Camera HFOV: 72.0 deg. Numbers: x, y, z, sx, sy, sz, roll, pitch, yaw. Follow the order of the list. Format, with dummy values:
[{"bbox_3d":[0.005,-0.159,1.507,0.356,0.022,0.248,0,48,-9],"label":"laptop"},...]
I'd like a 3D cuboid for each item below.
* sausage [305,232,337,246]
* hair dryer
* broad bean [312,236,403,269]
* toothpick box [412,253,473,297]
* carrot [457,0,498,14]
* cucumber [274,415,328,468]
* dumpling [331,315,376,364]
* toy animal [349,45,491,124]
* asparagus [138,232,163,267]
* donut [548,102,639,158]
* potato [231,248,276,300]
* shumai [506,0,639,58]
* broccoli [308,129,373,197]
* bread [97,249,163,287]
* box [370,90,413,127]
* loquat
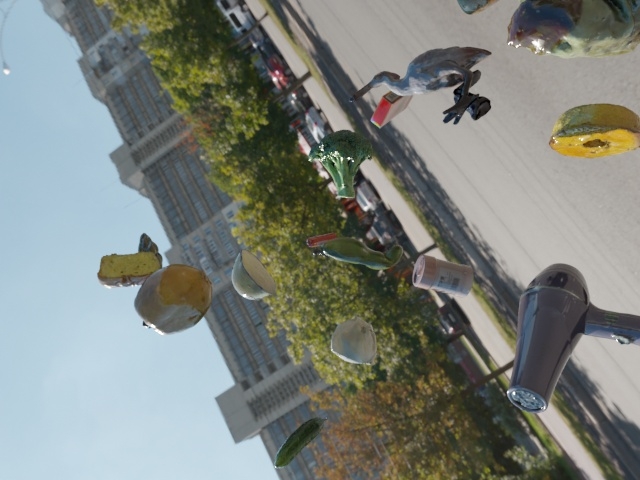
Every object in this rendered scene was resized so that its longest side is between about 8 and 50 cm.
[{"bbox_3d":[0.000,0.000,1.439,0.129,0.034,0.034,-13,-115,-45],"label":"sausage"},{"bbox_3d":[0.506,0.181,0.722,0.360,0.301,0.121,10,135,34],"label":"hair dryer"},{"bbox_3d":[0.088,0.027,0.991,0.048,0.213,0.071,121,150,-59],"label":"broad bean"},{"bbox_3d":[0.358,0.104,1.292,0.148,0.099,0.098,14,-167,-5],"label":"toothpick box"},{"bbox_3d":[0.519,-0.775,1.239,0.138,0.301,0.139,15,-117,-32],"label":"carrot"},{"bbox_3d":[-0.040,0.383,0.848,0.167,0.039,0.039,-22,-102,-54],"label":"cucumber"},{"bbox_3d":[0.105,0.281,1.237,0.187,0.127,0.108,23,170,-35],"label":"dumpling"},{"bbox_3d":[0.233,-0.361,0.974,0.324,0.195,0.090,28,164,37],"label":"toy animal"},{"bbox_3d":[-0.564,0.079,1.478,0.287,0.080,0.080,58,-174,32],"label":"asparagus"},{"bbox_3d":[0.546,-0.219,0.874,0.178,0.162,0.066,17,-100,-59],"label":"donut"},{"bbox_3d":[-0.270,0.147,1.650,0.202,0.117,0.182,50,-165,-6],"label":"potato"},{"bbox_3d":[0.535,-0.477,0.971,0.309,0.263,0.304,35,163,39],"label":"shumai"},{"bbox_3d":[0.099,-0.302,1.738,0.269,0.269,0.254,54,156,-22],"label":"broccoli"},{"bbox_3d":[-0.574,0.089,1.340,0.066,0.187,0.103,103,149,-43],"label":"bread"},{"bbox_3d":[0.251,-0.468,1.491,0.048,0.175,0.112,42,145,10],"label":"box"},{"bbox_3d":[-0.410,0.163,1.229,0.187,0.234,0.176,46,-170,-24],"label":"loquat"}]
